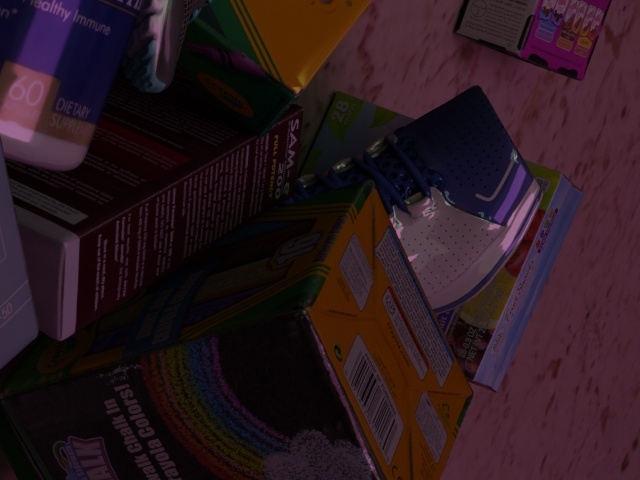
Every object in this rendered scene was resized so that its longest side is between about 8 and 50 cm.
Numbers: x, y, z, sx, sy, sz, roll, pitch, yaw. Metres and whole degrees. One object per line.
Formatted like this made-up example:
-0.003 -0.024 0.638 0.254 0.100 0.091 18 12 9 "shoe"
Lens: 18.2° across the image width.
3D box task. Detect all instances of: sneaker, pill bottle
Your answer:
-0.071 -0.161 1.150 0.076 0.065 0.166 15 73 -23 "sneaker"
-0.156 -0.182 1.070 0.153 0.153 0.264 15 96 -63 "pill bottle"
-0.001 0.001 1.443 0.315 0.127 0.182 -38 144 10 "sneaker"

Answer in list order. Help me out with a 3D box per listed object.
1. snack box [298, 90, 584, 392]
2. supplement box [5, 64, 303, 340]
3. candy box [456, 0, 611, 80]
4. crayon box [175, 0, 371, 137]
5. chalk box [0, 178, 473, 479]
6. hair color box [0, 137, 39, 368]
0.074 0.000 1.563 0.070 0.207 0.174 30 82 -63 "snack box"
-0.131 -0.036 1.249 0.239 0.130 0.073 -33 139 -47 "supplement box"
0.216 -0.270 1.767 0.159 0.071 0.233 9 103 -62 "candy box"
-0.016 -0.222 1.266 0.278 0.165 0.081 -54 -175 -25 "crayon box"
-0.077 0.108 1.309 0.180 0.289 0.179 65 26 -20 "chalk box"
-0.257 -0.094 0.916 0.113 0.185 0.374 -45 145 -36 "hair color box"
